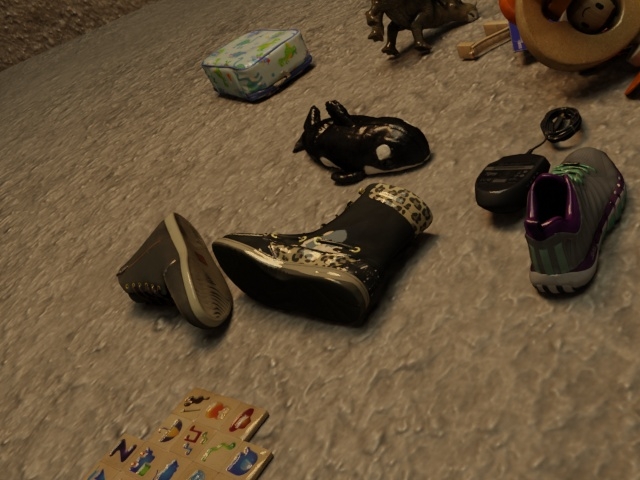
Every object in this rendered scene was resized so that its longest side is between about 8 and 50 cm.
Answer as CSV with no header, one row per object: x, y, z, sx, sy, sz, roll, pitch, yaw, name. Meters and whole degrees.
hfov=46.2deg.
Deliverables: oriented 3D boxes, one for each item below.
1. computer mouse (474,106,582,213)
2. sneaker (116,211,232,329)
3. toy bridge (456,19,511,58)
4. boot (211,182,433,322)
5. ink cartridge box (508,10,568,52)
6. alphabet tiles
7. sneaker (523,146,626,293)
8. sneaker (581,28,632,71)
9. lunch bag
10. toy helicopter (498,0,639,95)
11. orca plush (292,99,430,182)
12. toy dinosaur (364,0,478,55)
0.260,-0.098,0.913,0.071,0.041,0.242,5,36,44,computer mouse
-0.193,0.066,0.978,0.118,0.083,0.222,-43,36,9,sneaker
0.309,-0.363,1.283,0.063,0.026,0.188,14,48,46,toy bridge
0.001,0.002,0.905,0.237,0.085,0.178,14,46,39,boot
0.472,-0.391,1.148,0.371,0.069,0.175,-13,33,19,ink cartridge box
-0.161,0.243,0.731,0.198,0.009,0.237,5,42,42,alphabet tiles
0.260,-0.051,0.770,0.083,0.098,0.223,-5,37,32,sneaker
0.409,-0.275,1.062,0.119,0.047,0.057,-37,43,-16,sneaker
-0.132,-0.375,1.573,0.176,0.090,0.219,-41,33,-21,lunch bag
0.432,-0.341,0.996,0.355,0.234,0.140,-30,-7,-2,toy helicopter
0.043,-0.178,1.126,0.151,0.102,0.287,-33,31,-10,orca plush
0.139,-0.435,1.348,0.121,0.314,0.160,0,76,54,toy dinosaur
